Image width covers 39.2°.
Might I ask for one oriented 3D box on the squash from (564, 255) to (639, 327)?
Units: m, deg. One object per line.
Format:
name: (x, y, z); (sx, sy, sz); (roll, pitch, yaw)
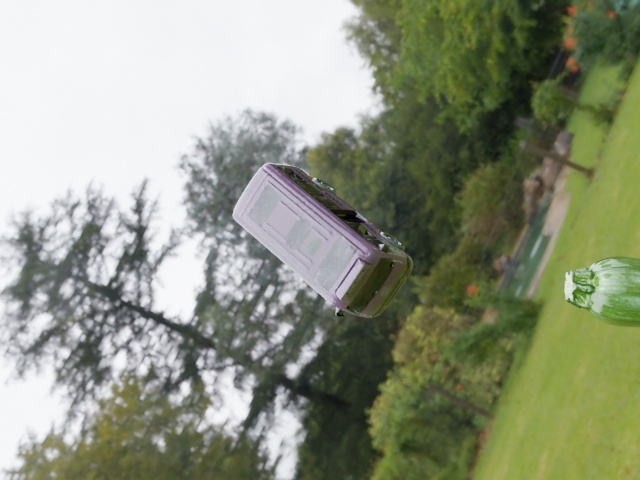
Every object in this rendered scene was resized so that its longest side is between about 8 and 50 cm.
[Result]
squash: (0.345, 0.051, 0.854); (0.077, 0.219, 0.068); (51, -136, -66)

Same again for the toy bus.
toy bus: (0.000, 0.000, 0.917); (0.087, 0.178, 0.098); (-56, -25, 12)
